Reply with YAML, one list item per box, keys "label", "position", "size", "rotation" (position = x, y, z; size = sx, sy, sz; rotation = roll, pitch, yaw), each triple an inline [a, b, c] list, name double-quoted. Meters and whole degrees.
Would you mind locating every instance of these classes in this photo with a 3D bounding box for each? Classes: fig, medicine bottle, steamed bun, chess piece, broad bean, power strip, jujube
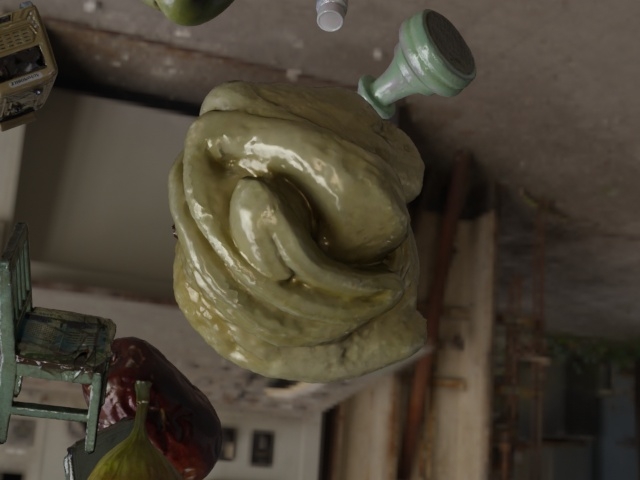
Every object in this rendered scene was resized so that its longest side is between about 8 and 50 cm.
- label: "fig"
  position: [-0.256, 0.319, 1.615]
  size: [0.160, 0.231, 0.143]
  rotation: [7, 139, -43]
- label: "medicine bottle"
  position: [0.019, -0.386, 1.962]
  size: [0.052, 0.089, 0.052]
  rotation: [4, 140, 3]
- label: "steamed bun"
  position: [-0.004, -0.001, 1.357]
  size: [0.324, 0.372, 0.230]
  rotation: [-27, -148, -29]
- label: "chess piece"
  position: [0.102, -0.235, 1.882]
  size: [0.271, 0.139, 0.139]
  rotation: [-33, 145, 33]
- label: "broad bean"
  position: [-0.162, -0.441, 1.847]
  size: [0.121, 0.263, 0.189]
  rotation: [42, 179, 27]
- label: "power strip"
  position: [-0.341, 0.391, 1.834]
  size: [0.064, 0.213, 0.198]
  rotation: [-2, -176, 19]
- label: "jujube"
  position: [-0.311, 0.322, 2.219]
  size: [0.223, 0.223, 0.318]
  rotation: [-5, 132, 30]

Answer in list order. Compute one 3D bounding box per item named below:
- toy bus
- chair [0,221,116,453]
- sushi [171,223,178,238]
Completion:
- label: "toy bus"
  position: [-0.525, -0.288, 2.013]
  size: [0.139, 0.157, 0.289]
  rotation: [-22, -178, -20]
- label: "chair"
  position: [-0.345, 0.129, 1.582]
  size: [0.147, 0.271, 0.136]
  rotation: [7, -157, -7]
- label: "sushi"
  position: [-0.187, -0.020, 1.849]
  size: [0.060, 0.062, 0.118]
  rotation: [33, -178, 21]
